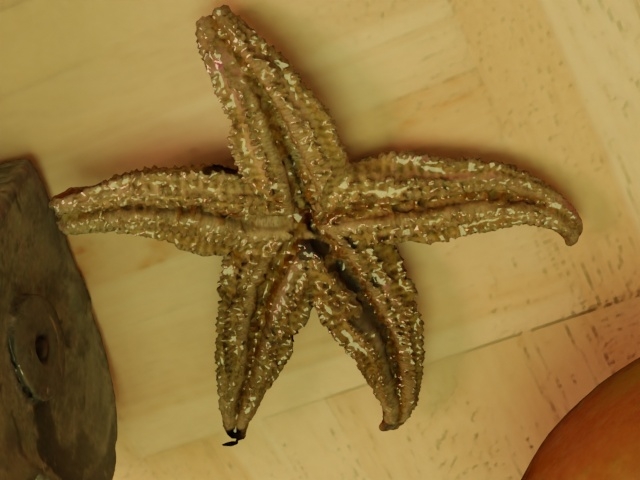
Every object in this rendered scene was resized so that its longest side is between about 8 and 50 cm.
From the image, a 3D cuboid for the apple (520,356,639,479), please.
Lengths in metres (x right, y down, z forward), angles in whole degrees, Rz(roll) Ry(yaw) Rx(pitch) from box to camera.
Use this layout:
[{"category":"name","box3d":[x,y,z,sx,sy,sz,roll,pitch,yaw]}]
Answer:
[{"category":"apple","box3d":[0.209,0.155,0.636,0.253,0.253,0.253,2,122,4]}]

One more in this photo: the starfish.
[{"category":"starfish","box3d":[0.000,0.000,0.668,0.240,0.043,0.227,-2,124,3]}]

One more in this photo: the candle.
[{"category":"candle","box3d":[-0.155,0.048,0.660,0.068,0.192,0.168,-10,76,10]}]
